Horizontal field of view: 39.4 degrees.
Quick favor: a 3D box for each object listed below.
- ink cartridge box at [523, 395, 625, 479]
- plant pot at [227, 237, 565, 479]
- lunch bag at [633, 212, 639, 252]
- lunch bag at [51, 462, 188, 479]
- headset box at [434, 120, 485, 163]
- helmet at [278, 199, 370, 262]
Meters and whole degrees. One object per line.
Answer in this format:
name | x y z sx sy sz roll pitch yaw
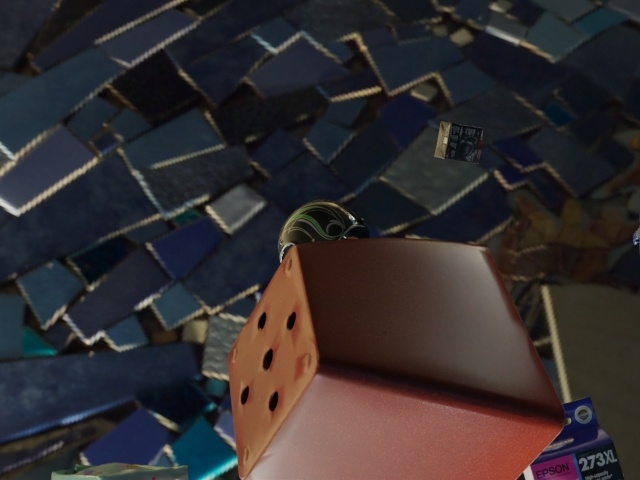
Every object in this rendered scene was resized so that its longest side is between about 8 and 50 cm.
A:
ink cartridge box | 0.503 0.504 1.724 0.069 0.175 0.371 112 -37 -80
plant pot | 0.047 0.150 0.943 0.267 0.235 0.267 -59 -154 31
lunch bag | 0.466 -0.008 1.235 0.098 0.065 0.067 24 69 -69
lunch bag | -0.292 0.419 1.223 0.160 0.262 0.223 4 76 -40
headset box | 0.240 -0.166 1.519 0.083 0.032 0.062 3 101 -31
helmet | 0.000 0.000 1.791 0.169 0.161 0.169 -29 132 -37
